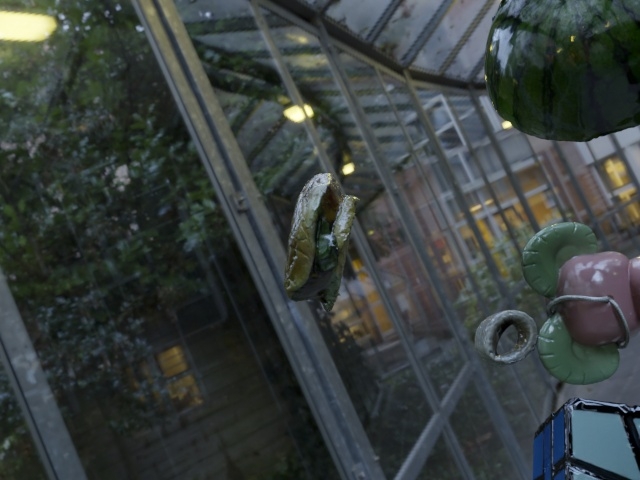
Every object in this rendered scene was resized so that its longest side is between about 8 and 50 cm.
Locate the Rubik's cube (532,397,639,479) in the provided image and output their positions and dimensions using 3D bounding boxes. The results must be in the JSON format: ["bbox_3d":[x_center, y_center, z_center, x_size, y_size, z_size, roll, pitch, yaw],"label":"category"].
[{"bbox_3d":[0.530,0.451,1.215,0.293,0.289,0.283,8,-27,6],"label":"Rubik's cube"}]

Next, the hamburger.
[{"bbox_3d":[0.000,0.002,1.512,0.134,0.285,0.265,13,18,0],"label":"hamburger"}]

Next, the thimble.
[{"bbox_3d":[0.368,0.194,1.409,0.115,0.102,0.090,-61,-2,-11],"label":"thimble"}]

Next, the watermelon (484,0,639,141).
[{"bbox_3d":[0.359,-0.311,0.951,0.330,0.331,0.189,-25,-48,10],"label":"watermelon"}]

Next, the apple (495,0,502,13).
[{"bbox_3d":[0.484,-0.412,1.464,0.257,0.295,0.233,25,-31,-39],"label":"apple"}]

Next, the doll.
[{"bbox_3d":[0.495,0.099,1.236,0.268,0.284,0.216,-10,-6,-12],"label":"doll"}]
